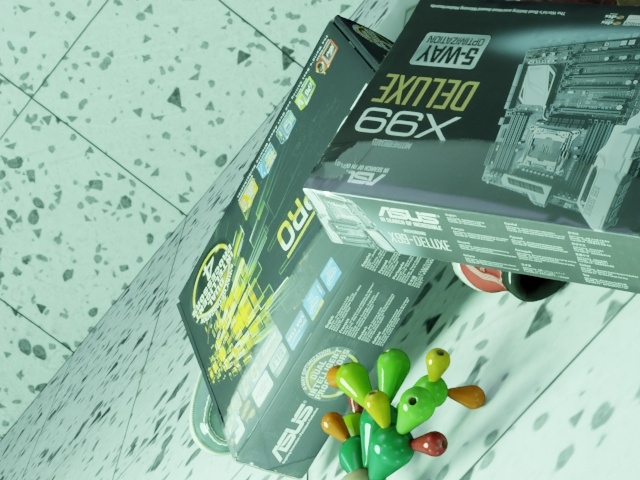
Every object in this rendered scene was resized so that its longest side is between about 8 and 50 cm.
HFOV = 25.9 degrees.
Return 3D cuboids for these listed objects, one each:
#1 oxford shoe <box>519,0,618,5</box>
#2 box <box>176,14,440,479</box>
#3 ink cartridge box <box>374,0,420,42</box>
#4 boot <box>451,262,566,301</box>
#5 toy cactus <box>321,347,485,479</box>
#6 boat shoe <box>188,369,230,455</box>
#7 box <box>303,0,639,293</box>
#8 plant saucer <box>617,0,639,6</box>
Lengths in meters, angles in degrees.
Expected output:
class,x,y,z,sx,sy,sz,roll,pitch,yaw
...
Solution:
class,x,y,z,sx,sy,sz,roll,pitch,yaw
oxford shoe,0.315,-0.314,1.502,0.348,0.123,0.130,-55,-16,11
box,0.000,0.000,1.454,0.395,0.097,0.318,-59,31,18
ink cartridge box,0.102,-0.188,1.818,0.223,0.129,0.307,-57,-1,-30
boot,0.220,-0.057,1.247,0.244,0.088,0.176,-61,13,-4
toy cactus,0.054,0.184,1.189,0.219,0.112,0.180,-20,53,64
boat shoe,-0.041,0.117,1.649,0.319,0.116,0.099,-51,7,-19
box,0.173,-0.089,1.143,0.307,0.076,0.242,10,55,35
plant saucer,0.356,-0.308,1.366,0.199,0.036,0.198,-34,-41,-37
